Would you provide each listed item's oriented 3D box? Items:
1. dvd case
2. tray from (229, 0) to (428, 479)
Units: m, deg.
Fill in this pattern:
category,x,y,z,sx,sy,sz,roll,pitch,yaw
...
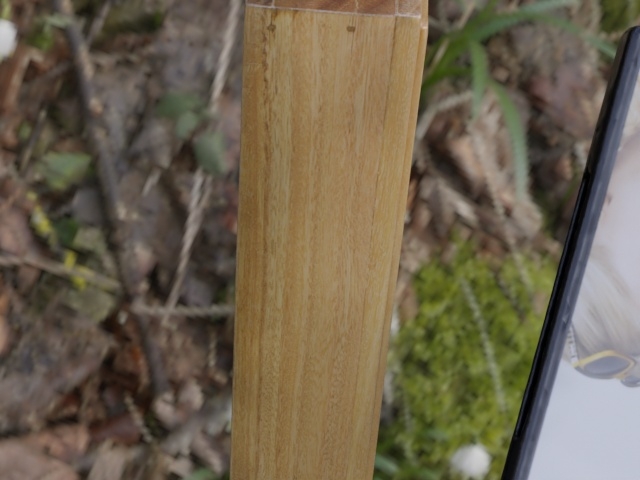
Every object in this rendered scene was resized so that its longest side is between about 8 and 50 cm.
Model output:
category,x,y,z,sx,sy,sz,roll,pitch,yaw
dvd case,0.183,0.052,0.688,0.180,0.253,0.022,16,-6,-5
tray,0.000,0.000,0.803,0.076,0.411,0.203,5,42,0
